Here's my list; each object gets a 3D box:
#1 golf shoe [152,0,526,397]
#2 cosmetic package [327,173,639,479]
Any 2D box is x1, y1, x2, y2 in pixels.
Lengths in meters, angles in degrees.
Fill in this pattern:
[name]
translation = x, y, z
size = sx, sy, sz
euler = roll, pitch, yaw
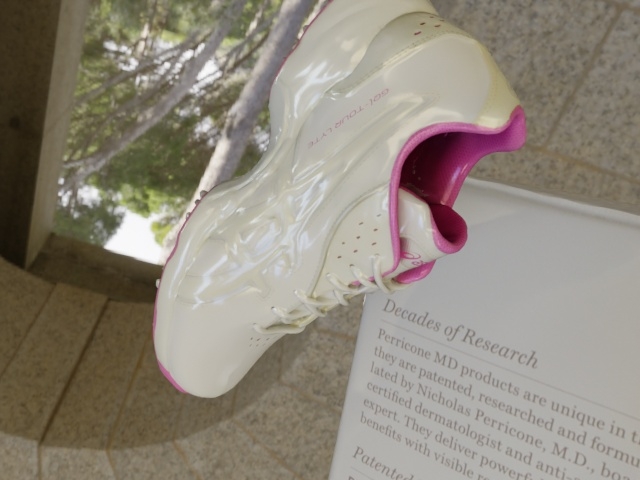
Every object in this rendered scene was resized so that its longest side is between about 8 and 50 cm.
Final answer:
[golf shoe]
translation = 0.000, 0.000, 0.440
size = 0.140, 0.306, 0.115
euler = 43, -156, 26
[cosmetic package]
translation = 0.246, 0.156, 0.695
size = 0.327, 0.394, 0.329
euler = 17, -169, 38
